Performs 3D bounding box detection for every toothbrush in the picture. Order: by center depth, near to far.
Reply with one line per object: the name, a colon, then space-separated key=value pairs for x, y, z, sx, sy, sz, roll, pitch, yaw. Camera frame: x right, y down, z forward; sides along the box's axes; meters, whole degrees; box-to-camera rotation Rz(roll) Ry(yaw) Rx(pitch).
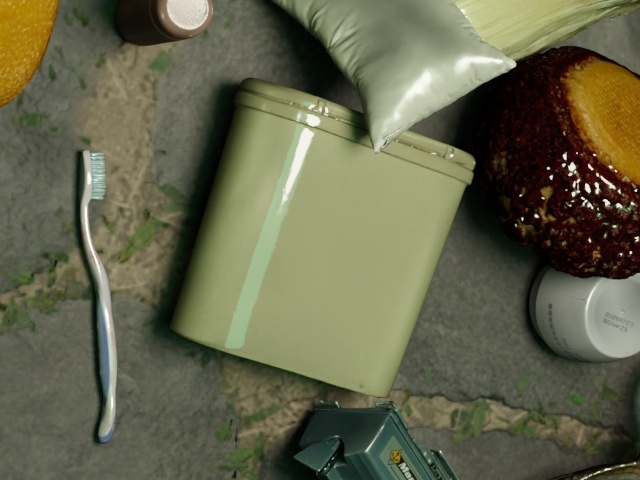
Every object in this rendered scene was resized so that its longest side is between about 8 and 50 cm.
toothbrush: x=-0.201 y=0.052 z=1.502 sx=0.027 sy=0.021 sz=0.269 roll=-4 pitch=97 yaw=-18

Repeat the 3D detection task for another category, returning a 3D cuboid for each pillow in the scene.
pillow: x=0.044 y=-0.199 z=1.486 sx=0.144 sy=0.078 sz=0.254 roll=-34 pitch=64 yaw=-6

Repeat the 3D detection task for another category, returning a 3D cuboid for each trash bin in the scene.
trash bin: x=0.000 y=0.000 z=1.535 sx=0.243 sy=0.121 sz=0.247 roll=19 pitch=89 yaw=-24

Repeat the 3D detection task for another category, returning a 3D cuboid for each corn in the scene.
corn: x=0.214 y=-0.252 z=1.601 sx=0.305 sy=0.122 sz=0.123 roll=-26 pitch=81 yaw=-17

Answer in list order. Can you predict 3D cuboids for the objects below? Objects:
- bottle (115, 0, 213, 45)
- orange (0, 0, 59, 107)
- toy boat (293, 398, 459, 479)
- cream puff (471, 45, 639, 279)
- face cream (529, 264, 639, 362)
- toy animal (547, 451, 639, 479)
bottle: x=-0.138 y=-0.198 z=1.444 sx=0.053 sy=0.140 sz=0.053 roll=-2 pitch=94 yaw=-22
orange: x=-0.330 y=-0.214 z=1.311 sx=0.264 sy=0.264 sz=0.264 roll=-2 pitch=95 yaw=-24
toy boat: x=0.096 y=0.270 z=1.597 sx=0.122 sy=0.114 sz=0.296 roll=-50 pitch=119 yaw=-31
cream puff: x=0.252 y=-0.069 z=1.588 sx=0.239 sy=0.165 sz=0.239 roll=24 pitch=42 yaw=-24
face cream: x=0.276 y=0.067 z=1.666 sx=0.117 sy=0.104 sz=0.117 roll=-3 pitch=96 yaw=-25
toy animal: x=0.349 y=0.208 z=1.663 sx=0.160 sy=0.197 sz=0.272 roll=45 pitch=70 yaw=-11
